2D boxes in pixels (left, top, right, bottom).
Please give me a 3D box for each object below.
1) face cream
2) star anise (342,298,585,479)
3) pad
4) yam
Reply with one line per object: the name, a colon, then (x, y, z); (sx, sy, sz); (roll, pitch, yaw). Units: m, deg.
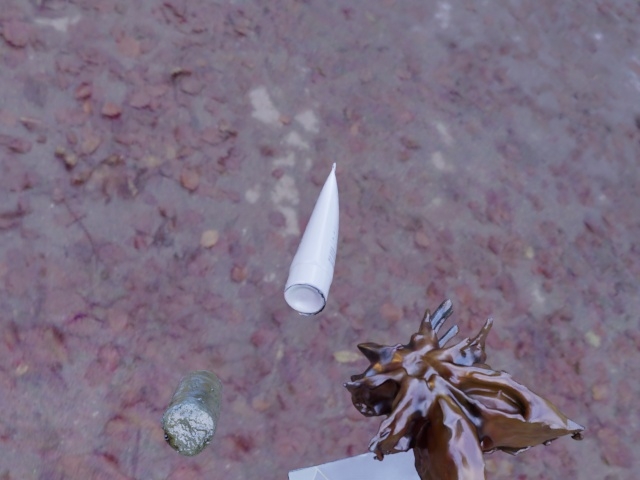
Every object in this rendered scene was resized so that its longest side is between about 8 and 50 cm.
face cream: (0.000, 0.000, 1.174); (0.058, 0.092, 0.244); (6, 42, 8)
star anise: (0.140, 0.162, 0.907); (0.237, 0.148, 0.346); (2, 27, 0)
pad: (0.083, 0.378, 1.202); (0.243, 0.004, 0.164); (-11, 91, -13)
yam: (-0.179, 0.238, 1.200); (0.078, 0.179, 0.078); (0, 100, -2)
